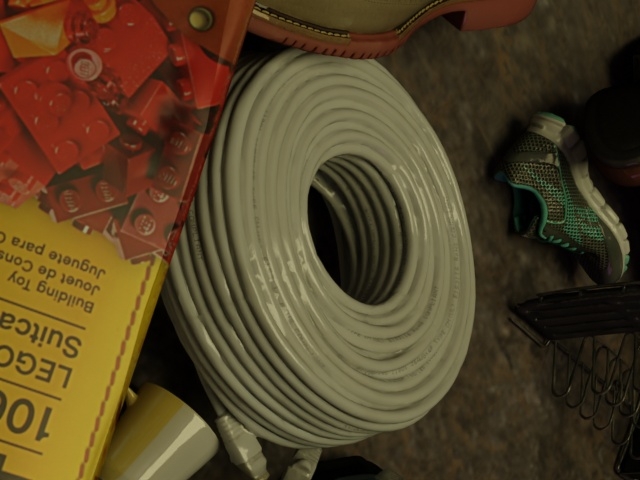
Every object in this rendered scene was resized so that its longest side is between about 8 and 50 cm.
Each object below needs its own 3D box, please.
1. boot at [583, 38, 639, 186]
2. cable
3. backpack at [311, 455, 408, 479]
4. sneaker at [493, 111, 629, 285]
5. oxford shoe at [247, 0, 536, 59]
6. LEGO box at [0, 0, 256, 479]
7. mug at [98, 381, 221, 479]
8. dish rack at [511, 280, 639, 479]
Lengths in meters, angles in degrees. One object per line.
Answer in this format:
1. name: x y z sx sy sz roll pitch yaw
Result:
1. boot: 0.293 -0.008 1.235 0.264 0.096 0.280 -60 139 -63
2. cable: 0.000 0.000 0.933 0.257 0.089 0.257 -47 115 -47
3. backpack: 0.069 0.290 0.867 0.273 0.356 0.290 5 90 -44
4. sneaker: 0.188 -0.020 1.184 0.076 0.065 0.166 -41 118 -17
5. oxford shoe: 0.046 -0.205 0.949 0.348 0.123 0.130 -23 146 -51
6. LEGO box: -0.315 -0.014 0.443 0.500 0.193 0.372 21 75 -16
7. mug: -0.110 0.125 0.897 0.064 0.078 0.062 -49 161 -21
8. dish rack: 0.287 0.116 1.186 0.271 0.208 0.074 38 54 -39
